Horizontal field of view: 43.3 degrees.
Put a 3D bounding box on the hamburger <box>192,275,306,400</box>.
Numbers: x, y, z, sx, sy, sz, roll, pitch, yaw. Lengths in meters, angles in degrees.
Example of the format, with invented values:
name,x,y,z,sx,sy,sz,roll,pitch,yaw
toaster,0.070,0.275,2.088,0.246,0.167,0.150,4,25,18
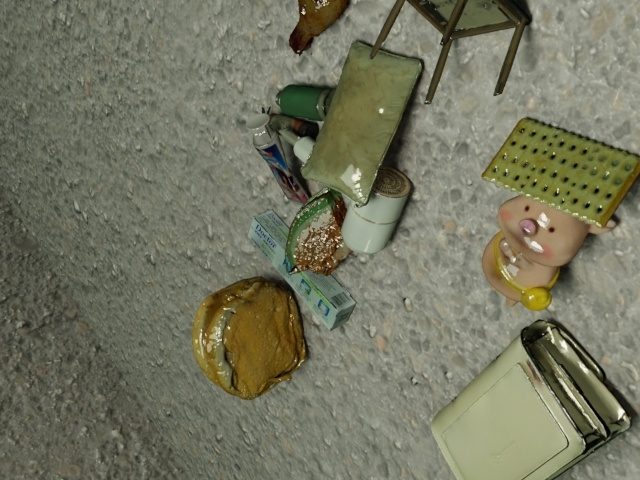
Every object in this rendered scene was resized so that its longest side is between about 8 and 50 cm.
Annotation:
name,x,y,z,sx,sy,sz,roll,pitch,yaw
hamburger,-0.180,0.246,2.032,0.158,0.318,0.319,0,109,49

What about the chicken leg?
name,x,y,z,sx,sy,sz,roll,pitch,yaw
chicken leg,-0.013,-0.519,1.612,0.177,0.083,0.323,31,129,49

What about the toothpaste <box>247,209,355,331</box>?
name,x,y,z,sx,sy,sz,roll,pitch,yaw
toothpaste,-0.050,0.067,1.966,0.336,0.067,0.081,48,139,24

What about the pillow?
name,x,y,z,sx,sy,sz,roll,pitch,yaw
pillow,0.072,-0.228,1.577,0.185,0.075,0.303,28,101,37

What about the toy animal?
name,x,y,z,sx,sy,sz,roll,pitch,yaw
toy animal,0.361,0.016,1.380,0.165,0.149,0.248,41,130,17

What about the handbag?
name,x,y,z,sx,sy,sz,roll,pitch,yaw
handbag,0.377,0.340,1.521,0.237,0.160,0.359,56,141,22

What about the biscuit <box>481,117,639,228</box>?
name,x,y,z,sx,sy,sz,roll,pitch,yaw
biscuit,0.387,-0.116,1.301,0.231,0.139,0.016,30,171,38

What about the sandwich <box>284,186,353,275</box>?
name,x,y,z,sx,sy,sz,roll,pitch,yaw
sandwich,-0.012,-0.001,1.830,0.159,0.079,0.235,50,120,7

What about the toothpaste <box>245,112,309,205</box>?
name,x,y,z,sx,sy,sz,roll,pitch,yaw
toothpaste,-0.091,-0.170,1.841,0.096,0.061,0.266,24,152,43

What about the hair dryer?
name,x,y,z,sx,sy,sz,roll,pitch,yaw
hair dryer,0.027,-0.139,1.720,0.357,0.107,0.173,43,135,24

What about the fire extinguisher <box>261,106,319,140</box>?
name,x,y,z,sx,sy,sz,roll,pitch,yaw
fire extinguisher,-0.079,-0.264,1.840,0.177,0.050,0.062,23,112,41

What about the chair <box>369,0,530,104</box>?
name,x,y,z,sx,sy,sz,roll,pitch,yaw
chair,0.232,-0.382,1.325,0.188,0.166,0.272,4,70,50

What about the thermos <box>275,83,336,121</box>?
name,x,y,z,sx,sy,sz,roll,pitch,yaw
thermos,-0.024,-0.299,1.745,0.187,0.083,0.073,19,101,46
